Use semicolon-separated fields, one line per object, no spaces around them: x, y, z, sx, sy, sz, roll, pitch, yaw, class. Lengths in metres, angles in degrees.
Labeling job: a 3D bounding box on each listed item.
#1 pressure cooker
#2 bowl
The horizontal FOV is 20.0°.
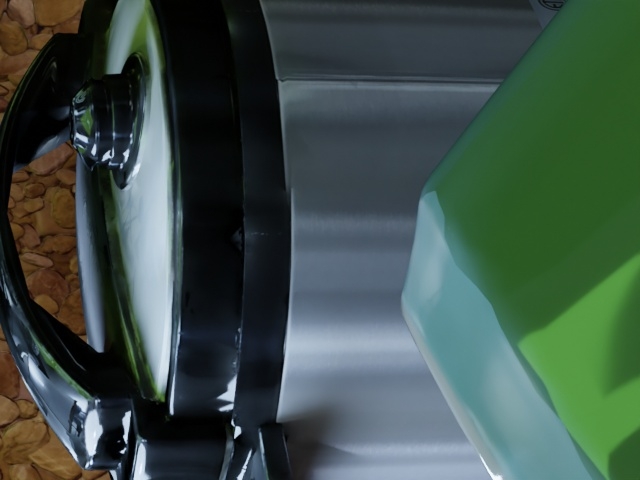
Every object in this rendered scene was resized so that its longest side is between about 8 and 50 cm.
0.001;-0.005;1.149;0.370;0.420;0.375;-157;68;-73;pressure cooker
0.135;0.047;0.517;0.311;0.163;0.311;58;-177;-5;bowl
